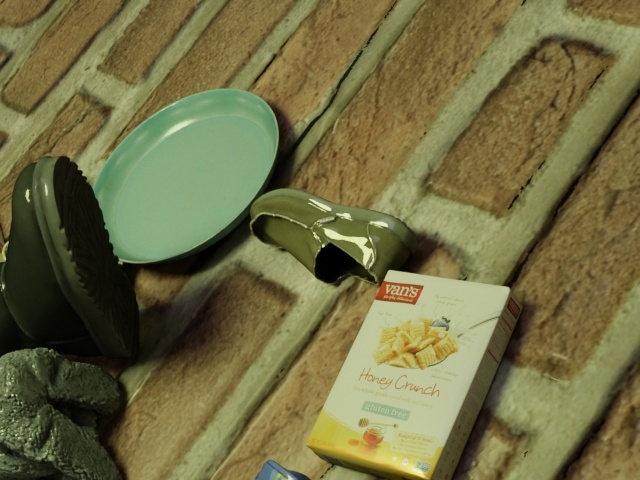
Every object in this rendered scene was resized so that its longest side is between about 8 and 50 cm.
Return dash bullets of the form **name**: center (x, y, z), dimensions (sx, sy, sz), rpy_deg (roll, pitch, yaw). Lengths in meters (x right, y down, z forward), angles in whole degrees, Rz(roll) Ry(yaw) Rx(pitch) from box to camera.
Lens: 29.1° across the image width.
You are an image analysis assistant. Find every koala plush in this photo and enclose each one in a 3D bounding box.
- **koala plush**: center (-0.397, 0.258, 1.575), dimensions (0.221, 0.203, 0.196), rpy_deg (-33, 43, 26)

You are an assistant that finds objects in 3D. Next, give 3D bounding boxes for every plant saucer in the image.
- **plant saucer**: center (-0.192, -0.087, 1.779), dimensions (0.317, 0.044, 0.317), rpy_deg (-17, 47, 20)

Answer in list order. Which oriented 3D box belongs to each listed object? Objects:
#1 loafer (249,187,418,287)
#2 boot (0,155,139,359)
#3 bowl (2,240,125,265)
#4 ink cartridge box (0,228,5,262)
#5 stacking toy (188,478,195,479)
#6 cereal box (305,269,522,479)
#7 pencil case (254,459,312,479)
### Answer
- **loafer**: center (0.000, 0.000, 1.548), dimensions (0.251, 0.094, 0.087), rpy_deg (10, 59, 39)
- **boot**: center (-0.488, 0.060, 1.555), dimensions (0.445, 0.367, 0.146), rpy_deg (-5, 50, 5)
- **bowl**: center (-0.367, 0.053, 1.755), dimensions (0.170, 0.170, 0.080), rpy_deg (34, 123, 46)
- **ink cartridge box**: center (-0.566, 0.003, 1.966), dimensions (0.109, 0.063, 0.150), rpy_deg (-36, 43, 7)
- **stacking toy**: center (-0.173, 0.353, 1.347), dimensions (0.167, 0.052, 0.221), rpy_deg (-65, 9, -23)
- **cereal box**: center (0.106, 0.151, 1.389), dimensions (0.173, 0.047, 0.240), rpy_deg (7, 62, 38)
- **pencil case**: center (-0.086, 0.383, 1.289), dimensions (0.133, 0.119, 0.306), rpy_deg (19, 69, 46)
